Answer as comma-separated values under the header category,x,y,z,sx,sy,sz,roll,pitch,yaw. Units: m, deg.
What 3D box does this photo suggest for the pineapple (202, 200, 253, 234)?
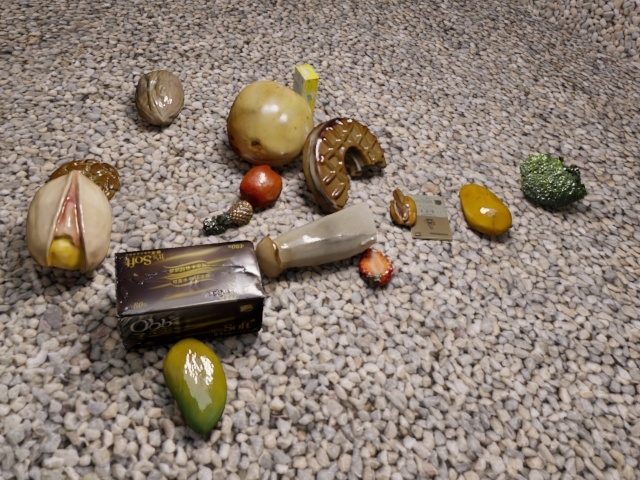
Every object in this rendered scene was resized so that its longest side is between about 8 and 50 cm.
category,x,y,z,sx,sy,sz,roll,pitch,yaw
pineapple,-0.289,-0.068,1.745,0.159,0.074,0.074,-27,58,-24

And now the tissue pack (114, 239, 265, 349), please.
category,x,y,z,sx,sy,sz,roll,pitch,yaw
tissue pack,-0.343,0.142,1.463,0.369,0.198,0.210,-7,55,-14

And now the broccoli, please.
category,x,y,z,sx,sy,sz,roll,pitch,yaw
broccoli,0.818,-0.211,1.974,0.226,0.198,0.176,-9,65,-9

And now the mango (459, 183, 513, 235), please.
category,x,y,z,sx,sy,sz,roll,pitch,yaw
mango,0.545,-0.109,1.893,0.147,0.109,0.227,-20,53,-20

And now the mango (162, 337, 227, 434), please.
category,x,y,z,sx,sy,sz,roll,pitch,yaw
mango,-0.296,0.345,1.368,0.137,0.091,0.237,-26,64,-22

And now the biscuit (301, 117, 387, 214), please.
category,x,y,z,sx,sy,sz,roll,pitch,yaw
biscuit,0.071,-0.275,1.882,0.268,0.115,0.366,55,48,-19

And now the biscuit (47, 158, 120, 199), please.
category,x,y,z,sx,sy,sz,roll,pitch,yaw
biscuit,-0.749,-0.183,1.783,0.225,0.042,0.226,5,47,-6

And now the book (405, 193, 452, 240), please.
category,x,y,z,sx,sy,sz,roll,pitch,yaw
book,0.364,-0.081,1.899,0.138,0.016,0.199,4,49,-6

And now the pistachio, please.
category,x,y,z,sx,sy,sz,roll,pitch,yaw
pistachio,-0.689,-0.051,1.553,0.229,0.230,0.309,-3,49,-12

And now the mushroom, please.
category,x,y,z,sx,sy,sz,roll,pitch,yaw
mushroom,0.007,0.006,1.685,0.407,0.137,0.154,-22,67,-23

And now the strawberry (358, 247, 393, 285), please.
category,x,y,z,sx,sy,sz,roll,pitch,yaw
strawberry,0.167,0.082,1.706,0.103,0.048,0.152,1,35,0

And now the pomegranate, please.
category,x,y,z,sx,sy,sz,roll,pitch,yaw
pomegranate,-0.171,-0.403,1.913,0.319,0.319,0.319,5,49,-6

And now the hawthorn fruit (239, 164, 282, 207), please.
category,x,y,z,sx,sy,sz,roll,pitch,yaw
hawthorn fruit,-0.194,-0.171,1.808,0.132,0.133,0.138,30,60,16

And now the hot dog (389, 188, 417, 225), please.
category,x,y,z,sx,sy,sz,roll,pitch,yaw
hot dog,0.274,-0.111,1.872,0.089,0.060,0.140,-4,48,8

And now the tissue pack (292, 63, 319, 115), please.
category,x,y,z,sx,sy,sz,roll,pitch,yaw
tissue pack,-0.061,-0.569,2.147,0.062,0.176,0.095,-14,52,-23

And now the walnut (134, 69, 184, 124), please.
category,x,y,z,sx,sy,sz,roll,pitch,yaw
walnut,-0.575,-0.504,2.016,0.178,0.178,0.230,-6,55,-15
